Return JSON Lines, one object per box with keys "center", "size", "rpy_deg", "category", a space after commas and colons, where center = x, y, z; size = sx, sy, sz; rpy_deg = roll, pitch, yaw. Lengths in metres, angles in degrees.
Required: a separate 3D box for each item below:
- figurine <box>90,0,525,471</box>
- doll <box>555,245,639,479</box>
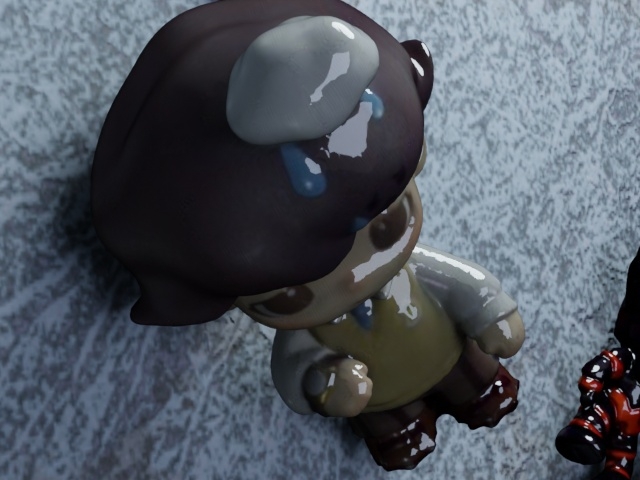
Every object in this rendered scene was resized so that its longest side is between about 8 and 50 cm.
{"center": [0.001, 0.016, 1.213], "size": [0.365, 0.218, 0.206], "rpy_deg": [60, 19, -26], "category": "figurine"}
{"center": [0.273, 0.092, 1.570], "size": [0.249, 0.088, 0.127], "rpy_deg": [-55, 151, -30], "category": "doll"}
